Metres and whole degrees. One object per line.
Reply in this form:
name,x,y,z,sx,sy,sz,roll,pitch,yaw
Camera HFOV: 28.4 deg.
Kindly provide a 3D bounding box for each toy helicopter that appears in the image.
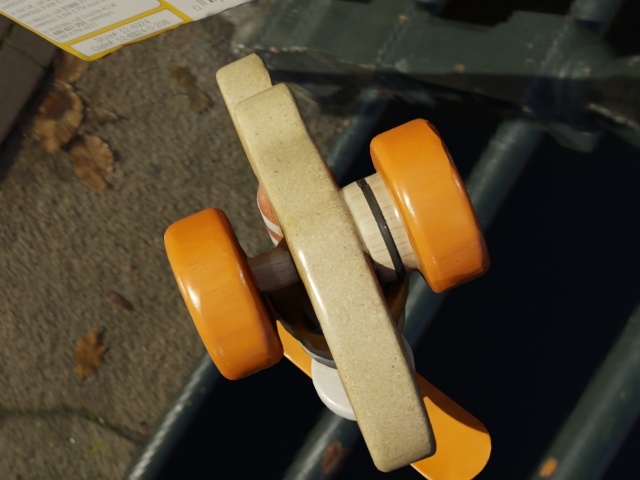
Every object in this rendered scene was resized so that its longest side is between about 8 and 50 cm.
toy helicopter,0.000,0.000,0.751,0.140,0.355,0.235,-24,125,0

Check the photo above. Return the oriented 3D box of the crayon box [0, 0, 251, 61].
crayon box,-0.142,-0.202,0.560,0.323,0.203,0.083,26,58,-51
